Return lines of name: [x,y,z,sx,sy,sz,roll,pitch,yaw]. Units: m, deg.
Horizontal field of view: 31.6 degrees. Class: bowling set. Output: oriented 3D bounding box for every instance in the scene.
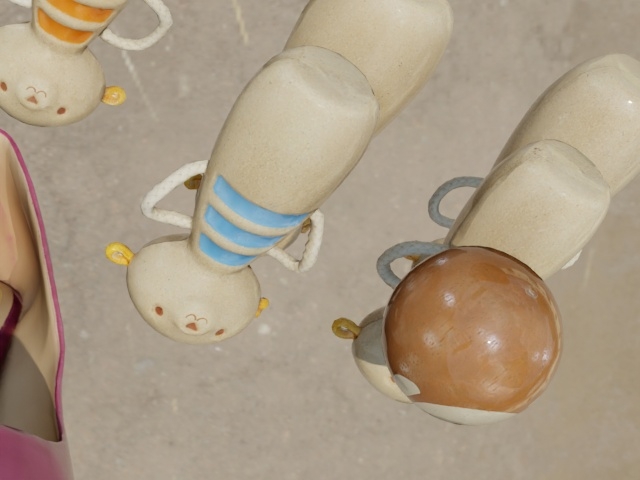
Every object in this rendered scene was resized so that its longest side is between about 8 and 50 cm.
bowling set: [0.000,0.000,0.412,0.287,0.154,0.200,21,41,-19]

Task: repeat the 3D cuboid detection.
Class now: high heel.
high heel: [-0.160,0.033,0.474,0.127,0.377,0.181,12,90,-24]
